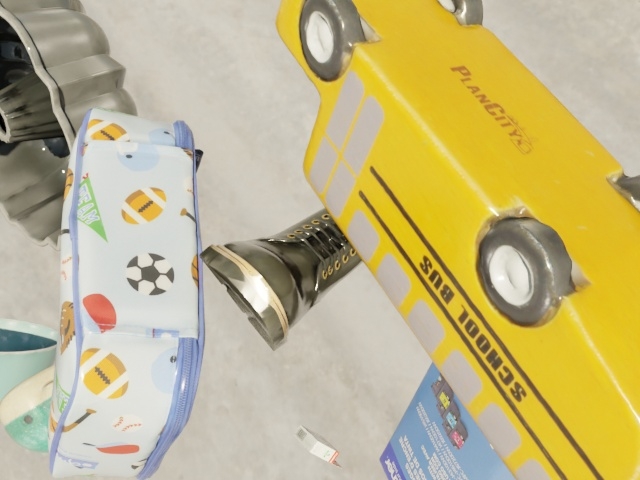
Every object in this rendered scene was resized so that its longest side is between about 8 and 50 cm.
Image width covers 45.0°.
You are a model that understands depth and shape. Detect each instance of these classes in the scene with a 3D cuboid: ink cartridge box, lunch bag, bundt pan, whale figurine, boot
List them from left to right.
[{"bbox_3d":[-0.332,-0.162,0.925,0.330,0.331,0.124,38,47,24],"label":"bundt pan"},{"bbox_3d":[-0.426,0.276,1.372,0.272,0.216,0.141,-29,88,-3],"label":"whale figurine"},{"bbox_3d":[-0.175,0.047,0.686,0.114,0.243,0.304,6,56,-18],"label":"lunch bag"},{"bbox_3d":[0.000,0.000,0.509,0.137,0.198,0.077,-36,91,-4],"label":"boot"},{"bbox_3d":[0.003,0.411,1.536,0.029,0.115,0.063,-54,41,-4],"label":"ink cartridge box"},{"bbox_3d":[0.245,0.217,0.884,0.269,0.396,0.151,-3,46,-24],"label":"ink cartridge box"}]

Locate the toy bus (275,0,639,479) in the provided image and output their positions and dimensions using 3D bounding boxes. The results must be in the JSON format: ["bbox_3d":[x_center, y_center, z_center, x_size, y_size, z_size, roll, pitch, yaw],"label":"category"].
[{"bbox_3d":[0.089,-0.020,0.438,0.108,0.130,0.333,-17,58,-30],"label":"toy bus"}]

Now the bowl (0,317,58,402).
[{"bbox_3d":[-0.703,0.269,1.610,0.311,0.163,0.311,8,5,-1],"label":"bowl"}]
